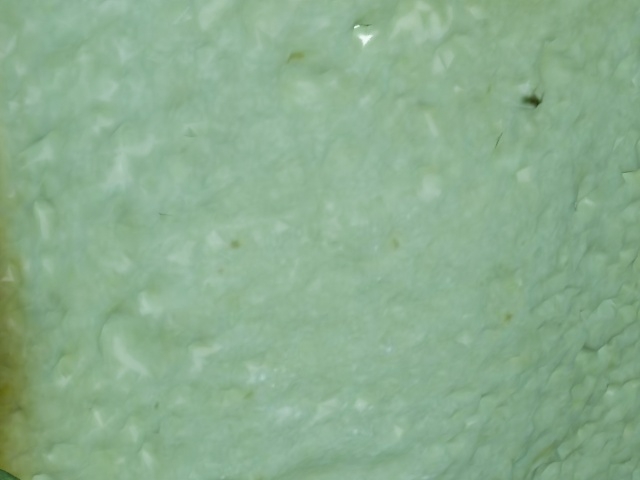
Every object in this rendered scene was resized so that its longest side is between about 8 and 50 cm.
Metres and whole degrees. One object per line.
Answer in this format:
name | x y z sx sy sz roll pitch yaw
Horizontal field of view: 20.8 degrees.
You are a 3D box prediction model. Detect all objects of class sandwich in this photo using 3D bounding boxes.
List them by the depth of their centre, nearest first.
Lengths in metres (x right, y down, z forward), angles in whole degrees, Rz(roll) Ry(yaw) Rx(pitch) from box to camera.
sandwich | 0.000 0.000 0.479 0.271 0.099 0.301 -15 127 -25

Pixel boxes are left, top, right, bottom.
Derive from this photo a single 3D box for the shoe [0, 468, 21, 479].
shoe | -0.047 0.150 0.398 0.262 0.128 0.140 78 24 -44
